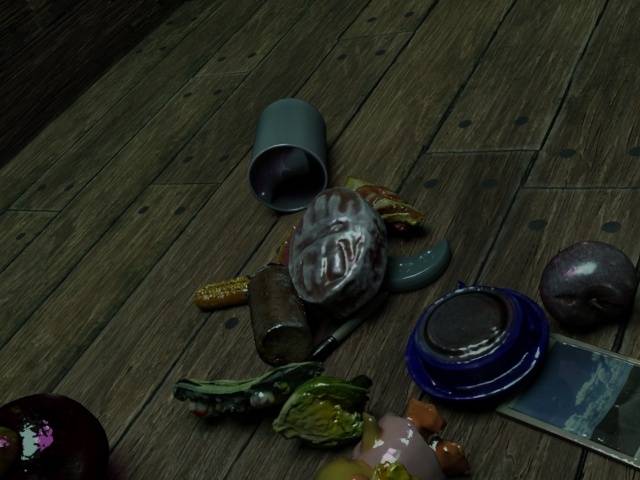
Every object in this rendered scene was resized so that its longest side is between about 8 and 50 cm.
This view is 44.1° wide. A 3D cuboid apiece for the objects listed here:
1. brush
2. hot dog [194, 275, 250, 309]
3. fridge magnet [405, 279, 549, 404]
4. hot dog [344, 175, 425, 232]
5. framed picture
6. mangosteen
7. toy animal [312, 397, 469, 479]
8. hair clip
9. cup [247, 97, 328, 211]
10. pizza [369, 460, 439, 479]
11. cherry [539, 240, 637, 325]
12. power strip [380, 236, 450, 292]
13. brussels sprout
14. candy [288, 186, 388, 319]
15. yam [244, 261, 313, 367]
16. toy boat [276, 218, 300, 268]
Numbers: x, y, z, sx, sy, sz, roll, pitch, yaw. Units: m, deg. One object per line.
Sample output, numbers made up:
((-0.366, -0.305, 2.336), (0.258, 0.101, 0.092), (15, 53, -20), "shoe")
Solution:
((0.035, 0.194, 1.630), (0.299, 0.039, 0.042), (-41, 36, -22), "brush")
((-0.222, 0.125, 1.876), (0.165, 0.045, 0.071), (-12, 35, 21), "hot dog")
((0.277, 0.179, 1.426), (0.266, 0.112, 0.265), (-20, 35, 15), "fridge magnet")
((0.137, -0.072, 1.852), (0.123, 0.093, 0.261), (1, 23, -30), "hot dog")
((0.446, 0.257, 1.301), (0.260, 0.023, 0.189), (17, 56, 44), "framed picture")
((-0.555, 0.429, 1.485), (0.297, 0.293, 0.297), (-56, 19, 31), "mangosteen")
((0.082, 0.380, 1.234), (0.281, 0.195, 0.169), (-34, 2, -35), "toy animal")
((-0.141, 0.298, 1.531), (0.321, 0.138, 0.091), (-15, 74, 34), "hair clip")
((-0.081, -0.245, 2.125), (0.206, 0.205, 0.312), (-17, 35, 14), "cup")
((0.170, 0.458, 1.072), (0.087, 0.268, 0.257), (-50, 20, 54), "pizza")
((0.478, 0.070, 1.416), (0.176, 0.140, 0.176), (-30, 24, 15), "cherry")
((0.173, 0.055, 1.715), (0.216, 0.044, 0.137), (-8, 40, 24), "power strip")
((0.006, 0.303, 1.423), (0.181, 0.139, 0.100), (-16, 29, 20), "brussels sprout")
((0.040, 0.026, 1.680), (0.214, 0.157, 0.289), (-25, 45, 29), "candy")
((-0.090, 0.156, 1.657), (0.131, 0.131, 0.279), (-25, 26, 3), "yam")
((0.000, -0.002, 1.861), (0.141, 0.099, 0.318), (39, 63, 9), "toy boat")
